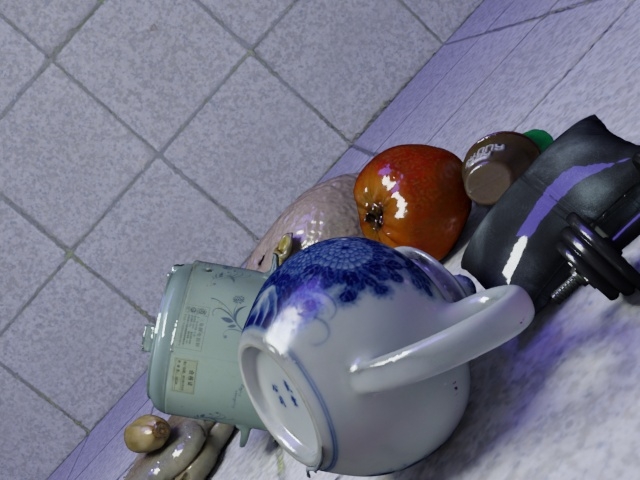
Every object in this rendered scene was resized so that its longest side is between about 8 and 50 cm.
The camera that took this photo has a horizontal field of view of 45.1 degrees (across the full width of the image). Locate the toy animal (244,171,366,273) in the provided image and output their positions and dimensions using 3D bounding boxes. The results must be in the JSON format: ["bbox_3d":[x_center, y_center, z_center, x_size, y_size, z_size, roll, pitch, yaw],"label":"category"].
[{"bbox_3d":[0.005,-0.005,1.585,0.358,0.188,0.226,-47,21,1],"label":"toy animal"}]

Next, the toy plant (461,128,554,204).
[{"bbox_3d":[0.275,-0.115,1.143,0.143,0.105,0.200,-31,7,33],"label":"toy plant"}]

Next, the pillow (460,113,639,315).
[{"bbox_3d":[0.259,-0.026,0.866,0.250,0.106,0.186,-50,18,12],"label":"pillow"}]

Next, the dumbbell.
[{"bbox_3d":[0.293,-0.017,0.710,0.208,0.099,0.099,-46,11,13],"label":"dumbbell"}]

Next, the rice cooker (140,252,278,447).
[{"bbox_3d":[-0.118,0.167,1.211,0.316,0.317,0.264,-49,-1,-5],"label":"rice cooker"}]

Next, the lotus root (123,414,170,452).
[{"bbox_3d":[-0.313,0.348,1.382,0.073,0.062,0.150,-42,11,-35],"label":"lotus root"}]

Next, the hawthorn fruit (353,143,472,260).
[{"bbox_3d":[0.169,-0.070,1.234,0.225,0.196,0.196,-24,-1,-28],"label":"hawthorn fruit"}]

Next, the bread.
[{"bbox_3d":[-0.243,0.382,1.440,0.183,0.102,0.337,-35,14,37],"label":"bread"}]

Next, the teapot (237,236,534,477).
[{"bbox_3d":[0.066,0.108,0.831,0.280,0.252,0.424,-27,1,-27],"label":"teapot"}]
